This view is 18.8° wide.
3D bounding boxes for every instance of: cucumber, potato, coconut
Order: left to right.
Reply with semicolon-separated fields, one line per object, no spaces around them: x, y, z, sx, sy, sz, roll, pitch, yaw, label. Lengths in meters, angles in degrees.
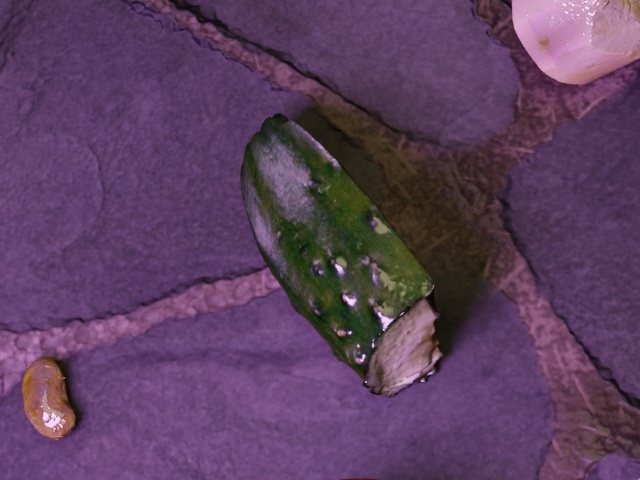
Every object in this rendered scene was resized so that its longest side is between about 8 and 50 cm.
-0.274;0.158;1.925;0.046;0.045;0.092;-2;58;-35;potato
-0.002;-0.001;1.927;0.105;0.145;0.325;-26;57;-14;cucumber
0.278;-0.241;2.007;0.147;0.152;0.147;12;68;-31;coconut

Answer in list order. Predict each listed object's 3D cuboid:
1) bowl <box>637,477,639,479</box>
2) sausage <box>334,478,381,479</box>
0.336;0.292;1.698;0.237;0.126;0.238;-3;104;-11;bowl
0.068;0.326;1.727;0.268;0.153;0.141;40;41;25;sausage
